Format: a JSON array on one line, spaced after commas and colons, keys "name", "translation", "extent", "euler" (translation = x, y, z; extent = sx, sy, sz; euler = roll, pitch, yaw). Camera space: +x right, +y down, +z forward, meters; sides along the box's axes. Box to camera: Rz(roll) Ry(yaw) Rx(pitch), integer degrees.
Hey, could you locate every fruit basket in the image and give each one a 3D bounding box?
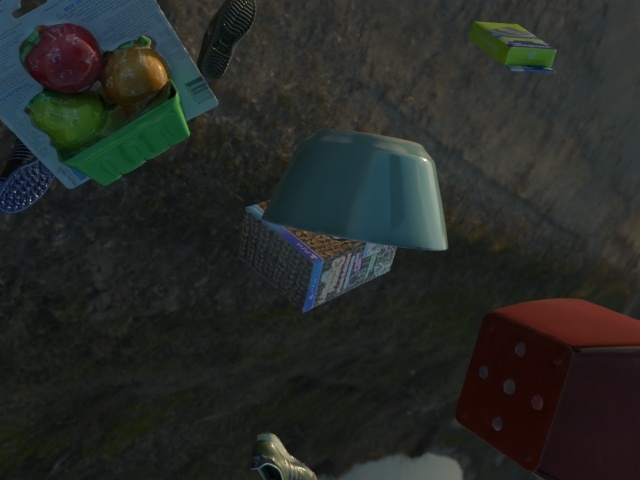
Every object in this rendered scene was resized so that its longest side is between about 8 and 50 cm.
[{"name": "fruit basket", "translation": [-0.391, -0.279, 1.181], "extent": [0.327, 0.165, 0.353], "euler": [-31, 133, 0]}]

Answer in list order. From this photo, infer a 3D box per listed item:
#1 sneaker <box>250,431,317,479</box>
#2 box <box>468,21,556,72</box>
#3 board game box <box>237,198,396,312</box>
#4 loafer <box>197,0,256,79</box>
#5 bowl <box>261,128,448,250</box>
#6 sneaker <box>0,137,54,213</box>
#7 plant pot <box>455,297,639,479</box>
[{"name": "sneaker", "translation": [-0.082, 0.487, 1.452], "extent": [0.192, 0.064, 0.086], "euler": [53, 35, -26]}, {"name": "box", "translation": [0.386, -0.389, 1.402], "extent": [0.109, 0.178, 0.042], "euler": [-3, 125, -18]}, {"name": "board game box", "translation": [0.000, 0.000, 1.605], "extent": [0.291, 0.232, 0.141], "euler": [-23, 138, -40]}, {"name": "loafer", "translation": [-0.147, -0.311, 1.051], "extent": [0.056, 0.050, 0.148], "euler": [36, 77, -41]}, {"name": "bowl", "translation": [0.068, -0.089, 1.153], "extent": [0.311, 0.311, 0.163], "euler": [2, 98, -60]}, {"name": "sneaker", "translation": [-0.568, -0.150, 1.365], "extent": [0.232, 0.090, 0.081], "euler": [-59, 146, -28]}, {"name": "plant pot", "translation": [0.364, 0.228, 1.044], "extent": [0.235, 0.267, 0.267], "euler": [14, 95, -29]}]
